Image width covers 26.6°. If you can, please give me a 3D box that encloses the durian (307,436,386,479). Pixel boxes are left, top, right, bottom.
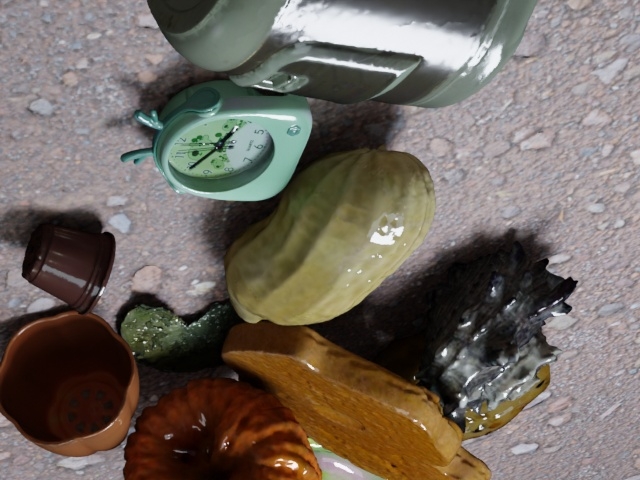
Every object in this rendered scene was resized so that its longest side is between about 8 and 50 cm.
[{"bbox_3d":[-0.035,0.380,2.148,0.356,0.169,0.157,-2,162,-9],"label":"durian"}]

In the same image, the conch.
[{"bbox_3d":[0.256,0.151,1.940,0.241,0.186,0.313,1,120,-35],"label":"conch"}]

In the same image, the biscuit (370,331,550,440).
[{"bbox_3d":[0.208,0.240,2.174,0.359,0.046,0.359,-11,143,-9],"label":"biscuit"}]

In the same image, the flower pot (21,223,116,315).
[{"bbox_3d":[-0.315,0.028,1.663,0.089,0.111,0.111,21,130,-25],"label":"flower pot"}]

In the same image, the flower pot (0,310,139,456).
[{"bbox_3d":[-0.328,0.212,1.836,0.191,0.190,0.173,-15,154,-2],"label":"flower pot"}]

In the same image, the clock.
[{"bbox_3d":[-0.123,-0.120,1.567,0.211,0.066,0.159,4,139,-24],"label":"clock"}]

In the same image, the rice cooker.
[{"bbox_3d":[0.031,-0.281,1.213,0.325,0.335,0.335,7,138,-29],"label":"rice cooker"}]

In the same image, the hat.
[{"bbox_3d":[-0.094,0.369,1.974,0.285,0.285,0.400,-24,151,11],"label":"hat"}]

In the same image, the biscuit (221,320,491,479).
[{"bbox_3d":[0.044,0.236,1.909,0.350,0.078,0.455,10,154,31],"label":"biscuit"}]

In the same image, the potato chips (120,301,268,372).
[{"bbox_3d":[-0.180,0.129,1.898,0.220,0.029,0.202,11,138,-34],"label":"potato chips"}]

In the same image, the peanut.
[{"bbox_3d":[0.004,0.005,1.679,0.174,0.158,0.340,41,119,-4],"label":"peanut"}]
